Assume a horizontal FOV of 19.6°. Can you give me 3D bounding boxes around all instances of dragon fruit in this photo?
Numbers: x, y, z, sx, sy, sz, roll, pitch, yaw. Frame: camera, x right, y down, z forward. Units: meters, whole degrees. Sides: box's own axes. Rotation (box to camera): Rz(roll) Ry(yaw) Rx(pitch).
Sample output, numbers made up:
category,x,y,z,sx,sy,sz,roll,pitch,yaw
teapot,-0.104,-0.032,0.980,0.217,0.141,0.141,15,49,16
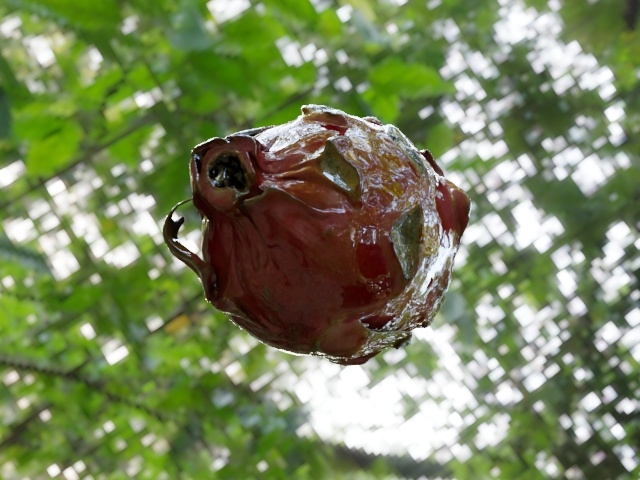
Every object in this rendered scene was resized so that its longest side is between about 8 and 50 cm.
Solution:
category,x,y,z,sx,sy,sz,roll,pitch,yaw
dragon fruit,0.000,0.000,0.907,0.136,0.166,0.133,-25,-120,27
